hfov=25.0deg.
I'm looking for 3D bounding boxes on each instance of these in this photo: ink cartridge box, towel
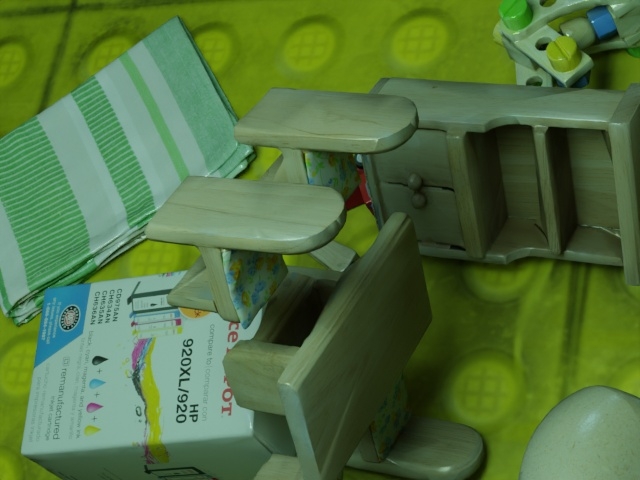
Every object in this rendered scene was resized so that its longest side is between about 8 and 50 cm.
[{"bbox_3d":[-0.126,0.138,1.342,0.232,0.168,0.171,-8,61,21],"label":"ink cartridge box"},{"bbox_3d":[-0.247,-0.083,1.597,0.325,0.038,0.248,-34,54,5],"label":"towel"}]

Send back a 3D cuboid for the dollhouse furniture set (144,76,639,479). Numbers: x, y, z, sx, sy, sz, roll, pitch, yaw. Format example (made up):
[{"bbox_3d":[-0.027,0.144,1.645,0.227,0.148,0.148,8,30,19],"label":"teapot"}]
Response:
[{"bbox_3d":[0.100,0.038,1.192,0.256,0.362,0.394,6,39,28],"label":"dollhouse furniture set"}]

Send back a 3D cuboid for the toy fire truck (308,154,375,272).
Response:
[{"bbox_3d":[0.000,0.000,1.431,0.192,0.047,0.135,-22,58,12],"label":"toy fire truck"}]

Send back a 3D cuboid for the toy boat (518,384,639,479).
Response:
[{"bbox_3d":[0.180,0.245,1.113,0.318,0.148,0.267,2,61,-22],"label":"toy boat"}]

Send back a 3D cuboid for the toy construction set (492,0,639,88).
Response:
[{"bbox_3d":[0.214,-0.277,1.428,0.215,0.151,0.328,-33,66,6],"label":"toy construction set"}]
